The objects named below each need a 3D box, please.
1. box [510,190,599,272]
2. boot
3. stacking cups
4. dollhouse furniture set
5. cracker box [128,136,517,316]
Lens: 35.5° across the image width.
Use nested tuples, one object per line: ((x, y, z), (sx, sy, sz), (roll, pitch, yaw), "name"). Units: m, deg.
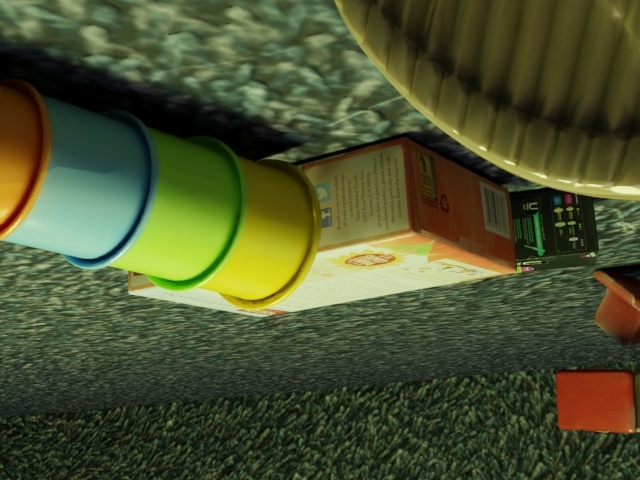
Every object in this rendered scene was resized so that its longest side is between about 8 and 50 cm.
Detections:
((0.166, -0.006, 0.759), (0.083, 0.052, 0.062), (-7, 168, 11), "box")
((0.142, -0.067, 0.372), (0.248, 0.090, 0.207), (26, -157, 17), "boot")
((-0.135, -0.036, 0.498), (0.096, 0.096, 0.316), (-14, 159, 38), "stacking cups")
((0.364, 0.093, 0.956), (0.152, 0.201, 0.374), (5, 171, -35), "dollhouse furniture set")
((0.000, 0.000, 0.707), (0.232, 0.067, 0.155), (-13, 164, 31), "cracker box")
